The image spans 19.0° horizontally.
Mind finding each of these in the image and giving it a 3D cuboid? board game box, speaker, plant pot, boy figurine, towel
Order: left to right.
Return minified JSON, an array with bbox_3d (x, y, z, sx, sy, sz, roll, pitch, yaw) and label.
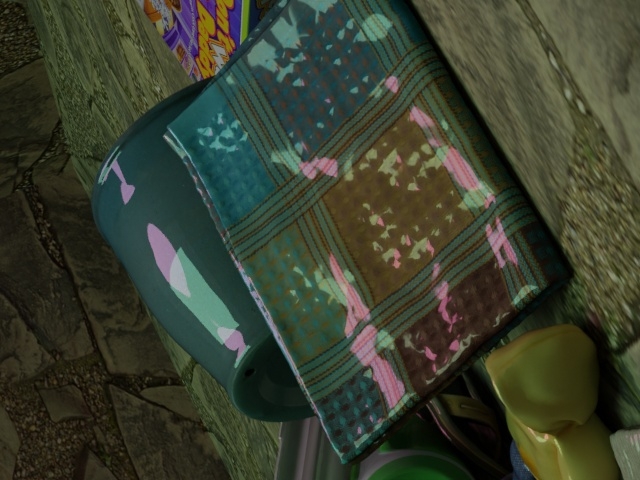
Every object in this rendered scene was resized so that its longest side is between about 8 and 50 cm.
[{"bbox_3d":[-0.094,-0.284,1.803,0.233,0.078,0.347,54,158,27],"label":"board game box"},{"bbox_3d":[-0.044,0.021,1.799,0.271,0.272,0.255,84,162,-54],"label":"plant pot"},{"bbox_3d":[0.023,-0.038,1.577,0.271,0.040,0.370,-45,59,30],"label":"towel"},{"bbox_3d":[0.094,0.244,1.845,0.296,0.131,0.131,-53,-59,-86],"label":"speaker"},{"bbox_3d":[0.183,0.166,1.523,0.285,0.092,0.177,80,167,-57],"label":"boy figurine"}]

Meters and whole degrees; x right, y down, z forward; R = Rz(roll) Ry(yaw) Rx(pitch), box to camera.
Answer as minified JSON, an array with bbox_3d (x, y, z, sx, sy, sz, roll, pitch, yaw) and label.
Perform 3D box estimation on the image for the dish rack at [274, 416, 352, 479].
[{"bbox_3d":[0.048,0.334,2.032,0.285,0.072,0.332,44,-136,-44],"label":"dish rack"}]

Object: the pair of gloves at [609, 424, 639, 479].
[{"bbox_3d":[0.275,0.232,1.346,0.240,0.042,0.204,177,71,-77],"label":"pair of gloves"}]

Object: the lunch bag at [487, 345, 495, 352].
[{"bbox_3d":[0.098,0.043,1.671,0.128,0.096,0.151,65,-162,13],"label":"lunch bag"}]

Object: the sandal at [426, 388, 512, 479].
[{"bbox_3d":[0.136,0.163,1.817,0.180,0.049,0.072,52,-172,27],"label":"sandal"}]

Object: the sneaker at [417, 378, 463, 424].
[{"bbox_3d":[0.081,0.103,1.917,0.077,0.072,0.178,127,123,-83],"label":"sneaker"}]
